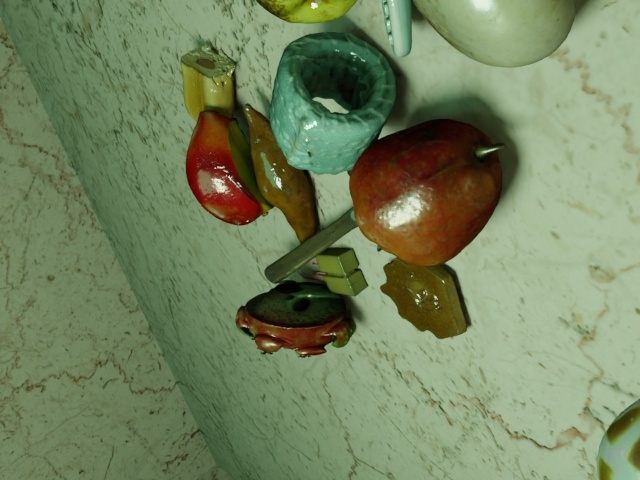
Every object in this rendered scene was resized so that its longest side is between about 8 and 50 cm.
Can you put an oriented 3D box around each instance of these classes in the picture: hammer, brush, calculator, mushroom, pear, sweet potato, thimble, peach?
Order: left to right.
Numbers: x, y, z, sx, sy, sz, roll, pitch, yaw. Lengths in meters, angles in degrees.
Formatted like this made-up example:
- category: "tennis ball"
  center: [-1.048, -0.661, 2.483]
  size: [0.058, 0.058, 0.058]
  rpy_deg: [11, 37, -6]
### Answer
- category: "peach"
  center: [-0.219, -0.149, 1.458]
  size: [0.159, 0.154, 0.267]
  rpy_deg: [-22, 114, 15]
- category: "sweet potato"
  center: [-0.082, -0.131, 1.427]
  size: [0.112, 0.112, 0.359]
  rpy_deg: [6, 127, 54]
- category: "pear"
  center: [-0.022, -0.428, 0.973]
  size: [0.197, 0.197, 0.197]
  rpy_deg: [37, 144, 32]
- category: "hammer"
  center: [0.000, 0.000, 1.410]
  size: [0.440, 0.044, 0.168]
  rpy_deg: [-34, 84, 50]
- category: "brush"
  center: [0.009, 0.067, 1.540]
  size: [0.233, 0.047, 0.103]
  rpy_deg: [3, 120, 56]
- category: "thimble"
  center: [0.013, -0.220, 1.081]
  size: [0.198, 0.235, 0.143]
  rpy_deg: [23, 144, 1]
- category: "calculator"
  center: [0.094, -0.396, 0.886]
  size: [0.184, 0.042, 0.295]
  rpy_deg: [-88, -12, -57]
- category: "mushroom"
  center: [0.205, -0.312, 0.773]
  size: [0.226, 0.178, 0.226]
  rpy_deg: [41, -179, -1]

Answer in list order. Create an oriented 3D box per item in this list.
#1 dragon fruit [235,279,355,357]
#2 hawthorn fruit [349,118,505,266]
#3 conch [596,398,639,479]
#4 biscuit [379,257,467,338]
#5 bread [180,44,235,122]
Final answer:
- category: "dragon fruit"
  center: [-0.049, 0.177, 1.542]
  size: [0.268, 0.295, 0.130]
  rpy_deg: [20, 106, 58]
- category: "hawthorn fruit"
  center: [0.174, -0.087, 1.004]
  size: [0.224, 0.224, 0.261]
  rpy_deg: [52, 135, 9]
- category: "conch"
  center: [0.509, 0.306, 0.881]
  size: [0.249, 0.197, 0.368]
  rpy_deg: [16, 139, -2]
- category: "biscuit"
  center: [0.197, 0.106, 1.309]
  size: [0.215, 0.034, 0.182]
  rpy_deg: [11, 126, 55]
- category: "bread"
  center: [-0.249, -0.342, 1.496]
  size: [0.134, 0.085, 0.173]
  rpy_deg: [34, 142, 23]
